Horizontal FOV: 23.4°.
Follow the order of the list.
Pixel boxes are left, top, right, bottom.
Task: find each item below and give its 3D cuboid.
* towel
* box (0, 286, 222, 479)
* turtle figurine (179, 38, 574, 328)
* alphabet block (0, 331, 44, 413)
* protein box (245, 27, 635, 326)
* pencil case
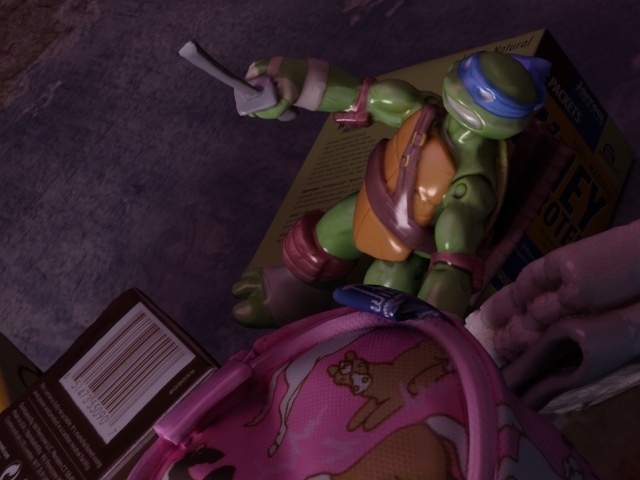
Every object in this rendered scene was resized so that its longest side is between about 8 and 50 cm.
[{"bbox_3d":[0.197,0.029,0.732,0.317,0.053,0.332,-16,-12,-16],"label":"towel"},{"bbox_3d":[-0.094,0.173,1.020,0.167,0.203,0.168,-45,28,-7],"label":"box"},{"bbox_3d":[0.000,0.000,0.898,0.275,0.198,0.266,-46,-13,-43],"label":"turtle figurine"},{"bbox_3d":[-0.255,0.209,1.173,0.193,0.197,0.192,-42,29,-2],"label":"alphabet block"},{"bbox_3d":[0.091,-0.020,1.133,0.199,0.136,0.201,-11,41,43],"label":"protein box"},{"bbox_3d":[0.094,0.166,0.621,0.160,0.386,0.167,-13,53,35],"label":"pencil case"}]
